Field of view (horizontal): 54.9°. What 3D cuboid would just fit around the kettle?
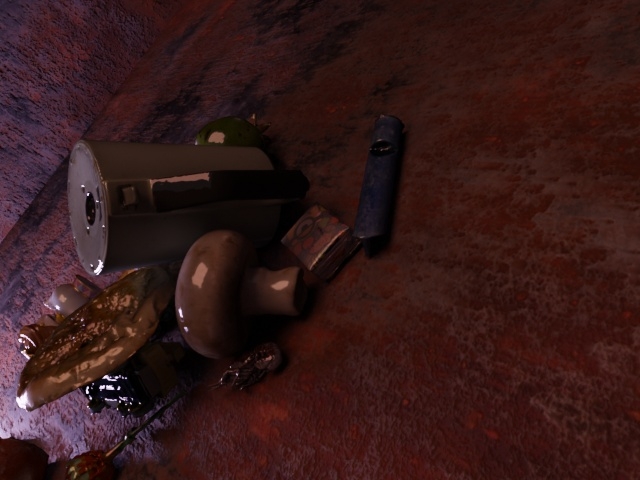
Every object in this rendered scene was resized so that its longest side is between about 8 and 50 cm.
[{"bbox_3d":[-0.251,-0.084,1.189,0.361,0.377,0.249,-15,83,54],"label":"kettle"}]

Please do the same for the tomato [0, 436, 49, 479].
[{"bbox_3d":[-0.713,0.537,1.340,0.214,0.181,0.155,-35,42,27],"label":"tomato"}]

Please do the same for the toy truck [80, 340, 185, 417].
[{"bbox_3d":[-0.397,0.268,1.280,0.272,0.124,0.157,-11,19,44],"label":"toy truck"}]

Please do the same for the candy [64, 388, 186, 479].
[{"bbox_3d":[-0.378,0.387,1.209,0.288,0.084,0.078,-42,30,-2],"label":"candy"}]

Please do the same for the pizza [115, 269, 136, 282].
[{"bbox_3d":[-0.493,0.165,1.537,0.365,0.074,0.182,-58,26,-11],"label":"pizza"}]

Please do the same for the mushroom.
[{"bbox_3d":[-0.140,0.100,1.116,0.244,0.243,0.243,-29,39,27],"label":"mushroom"}]

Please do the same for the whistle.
[{"bbox_3d":[0.109,-0.109,1.147,0.062,0.062,0.304,-18,45,37],"label":"whistle"}]

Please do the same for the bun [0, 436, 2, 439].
[{"bbox_3d":[-0.908,0.582,1.540,0.229,0.145,0.229,-32,34,25],"label":"bun"}]

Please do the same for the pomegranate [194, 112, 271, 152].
[{"bbox_3d":[-0.207,-0.233,1.534,0.182,0.181,0.224,-21,22,35],"label":"pomegranate"}]

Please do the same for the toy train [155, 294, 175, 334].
[{"bbox_3d":[-0.410,0.172,1.408,0.170,0.111,0.071,-44,39,9],"label":"toy train"}]

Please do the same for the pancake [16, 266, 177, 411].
[{"bbox_3d":[-0.446,0.183,1.225,0.387,0.082,0.387,-30,24,15],"label":"pancake"}]

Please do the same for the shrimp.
[{"bbox_3d":[-0.134,0.232,1.092,0.165,0.057,0.065,-41,41,17],"label":"shrimp"}]

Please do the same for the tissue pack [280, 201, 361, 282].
[{"bbox_3d":[0.000,0.000,1.161,0.108,0.060,0.148,-49,33,2],"label":"tissue pack"}]

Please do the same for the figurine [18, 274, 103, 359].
[{"bbox_3d":[-0.692,0.226,1.647,0.190,0.142,0.263,31,82,32],"label":"figurine"}]

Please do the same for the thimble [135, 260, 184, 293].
[{"bbox_3d":[-0.345,0.011,1.460,0.196,0.148,0.229,-48,36,1],"label":"thimble"}]
